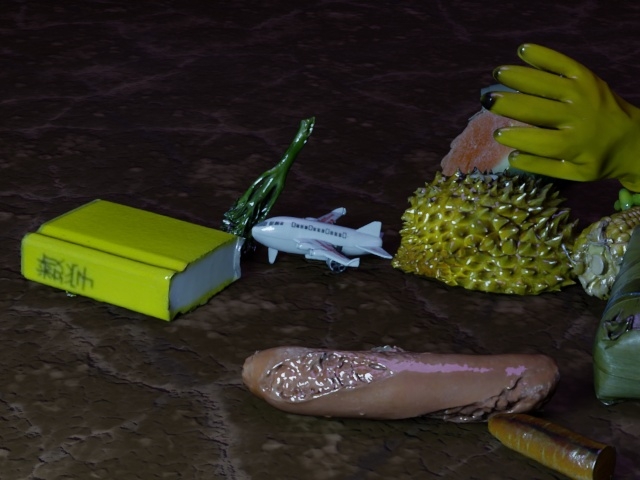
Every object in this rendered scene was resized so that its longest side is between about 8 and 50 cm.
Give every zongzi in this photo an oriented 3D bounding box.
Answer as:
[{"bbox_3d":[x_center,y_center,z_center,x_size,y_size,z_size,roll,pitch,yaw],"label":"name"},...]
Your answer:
[{"bbox_3d":[0.438,0.078,1.738,0.251,0.125,0.274,10,36,15],"label":"zongzi"}]

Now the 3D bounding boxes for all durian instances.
[{"bbox_3d":[0.226,-0.018,1.988,0.249,0.138,0.183,1,14,-19],"label":"durian"}]

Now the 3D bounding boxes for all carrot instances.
[{"bbox_3d":[0.224,0.198,1.572,0.139,0.048,0.048,22,29,40],"label":"carrot"}]

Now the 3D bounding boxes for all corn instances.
[{"bbox_3d":[0.416,0.003,1.988,0.106,0.106,0.305,20,24,36],"label":"corn"}]

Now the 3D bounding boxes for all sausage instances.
[{"bbox_3d":[0.082,0.146,1.635,0.326,0.079,0.087,2,8,-2],"label":"sausage"}]

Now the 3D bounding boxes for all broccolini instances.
[{"bbox_3d":[-0.072,-0.074,2.013,0.058,0.201,0.074,24,5,-14],"label":"broccolini"}]

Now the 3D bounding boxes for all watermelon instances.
[{"bbox_3d":[0.272,-0.096,2.129,0.231,0.146,0.128,-27,45,35],"label":"watermelon"}]

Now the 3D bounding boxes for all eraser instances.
[{"bbox_3d":[-0.227,0.021,1.910,0.226,0.069,0.158,14,27,27],"label":"eraser"}]

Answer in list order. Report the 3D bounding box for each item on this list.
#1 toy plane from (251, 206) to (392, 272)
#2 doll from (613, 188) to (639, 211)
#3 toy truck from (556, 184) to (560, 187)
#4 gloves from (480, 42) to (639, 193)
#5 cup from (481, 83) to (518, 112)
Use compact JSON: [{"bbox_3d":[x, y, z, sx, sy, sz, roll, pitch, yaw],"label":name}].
[{"bbox_3d":[0.000,0.000,1.992,0.171,0.065,0.162,-2,24,-6],"label":"toy plane"},{"bbox_3d":[0.583,-0.141,2.144,0.341,0.099,0.346,-25,-2,-41],"label":"doll"},{"bbox_3d":[0.321,-0.098,2.271,0.080,0.078,0.154,12,8,19],"label":"toy truck"},{"bbox_3d":[0.317,-0.151,2.007,0.294,0.133,0.116,16,-22,-34],"label":"gloves"},{"bbox_3d":[0.320,-0.201,2.465,0.141,0.120,0.120,-9,21,9],"label":"cup"}]
